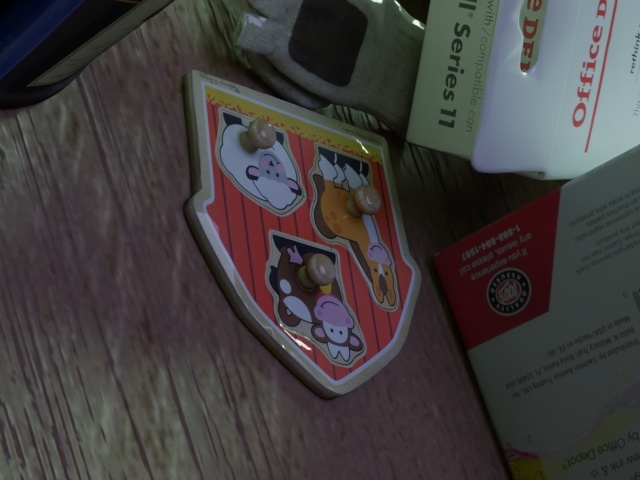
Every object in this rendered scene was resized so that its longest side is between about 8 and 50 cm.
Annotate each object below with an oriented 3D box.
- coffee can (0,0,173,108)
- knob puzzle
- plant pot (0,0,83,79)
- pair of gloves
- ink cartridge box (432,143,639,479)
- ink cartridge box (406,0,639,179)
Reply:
[{"bbox_3d":[-0.106,-0.215,0.869,0.201,0.275,0.201,29,47,-35],"label":"coffee can"},{"bbox_3d":[0.000,0.000,1.059,0.213,0.030,0.213,28,47,-36],"label":"knob puzzle"},{"bbox_3d":[-0.248,-0.159,0.712,0.236,0.236,0.212,-2,62,-50],"label":"plant pot"},{"bbox_3d":[0.032,-0.195,1.132,0.204,0.042,0.240,17,89,-48],"label":"pair of gloves"},{"bbox_3d":[0.231,0.102,1.101,0.131,0.226,0.306,-9,75,-50],"label":"ink cartridge box"},{"bbox_3d":[0.179,-0.150,1.183,0.353,0.119,0.207,-2,106,-49],"label":"ink cartridge box"}]
